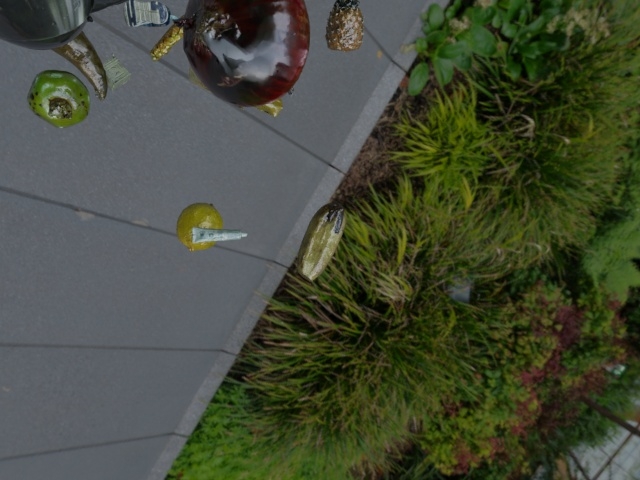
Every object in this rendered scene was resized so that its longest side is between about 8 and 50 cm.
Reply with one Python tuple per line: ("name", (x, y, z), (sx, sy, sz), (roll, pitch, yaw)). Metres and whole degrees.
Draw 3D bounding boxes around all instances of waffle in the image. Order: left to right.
("waffle", (-0.438, -0.611, 1.259), (0.191, 0.191, 0.038), (-49, 122, -3))

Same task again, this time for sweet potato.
("sweet potato", (-0.793, -0.619, 1.278), (0.130, 0.130, 0.423), (-47, 140, -7))

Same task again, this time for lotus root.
("lotus root", (0.000, 0.000, 1.306), (0.259, 0.110, 0.097), (-64, -177, 0))

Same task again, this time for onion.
("onion", (-0.124, -0.394, 0.834), (0.285, 0.273, 0.273), (-8, 125, -53))

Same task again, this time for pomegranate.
("pomegranate", (-0.729, -0.387, 1.181), (0.159, 0.205, 0.159), (-17, 128, -22))

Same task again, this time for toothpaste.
("toothpaste", (-0.408, -0.023, 1.722), (0.217, 0.041, 0.064), (-1, 98, -17))

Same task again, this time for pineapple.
("pineapple", (0.089, -0.857, 1.568), (0.157, 0.157, 0.279), (-27, 134, -29))

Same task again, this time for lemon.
("lemon", (-0.520, -0.062, 1.825), (0.192, 0.192, 0.231), (42, 62, -52))

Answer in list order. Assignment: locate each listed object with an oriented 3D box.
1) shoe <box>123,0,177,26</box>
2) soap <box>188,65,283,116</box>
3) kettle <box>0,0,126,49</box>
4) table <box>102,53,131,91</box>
("shoe", (-0.453, -0.594, 1.113), (0.071, 0.142, 0.064), (-45, 138, -65))
("soap", (-0.231, -0.574, 1.278), (0.169, 0.338, 0.305), (-12, 127, -47))
("kettle", (-0.314, -0.331, 0.415), (0.271, 0.207, 0.251), (100, 8, -56))
("table", (-0.713, -0.577, 1.451), (0.083, 0.062, 0.079), (50, 61, -17))
